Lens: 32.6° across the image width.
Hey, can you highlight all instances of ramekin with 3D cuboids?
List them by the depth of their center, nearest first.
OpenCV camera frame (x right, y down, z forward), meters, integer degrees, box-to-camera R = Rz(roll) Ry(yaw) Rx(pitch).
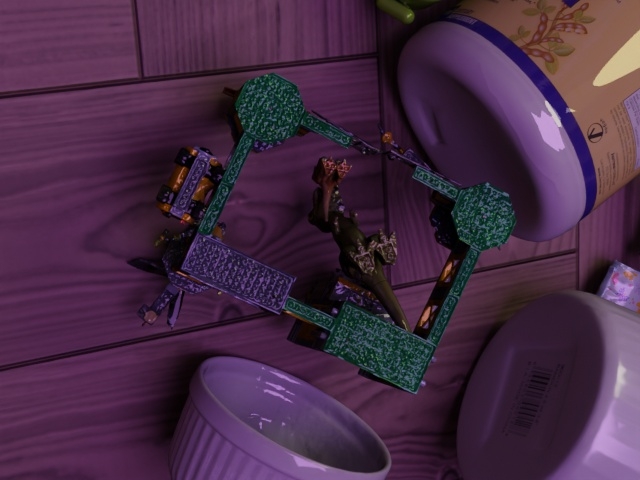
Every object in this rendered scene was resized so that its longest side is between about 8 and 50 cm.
[{"bbox_3d":[-0.048,0.209,1.046,0.207,0.207,0.109,23,101,-28],"label":"ramekin"},{"bbox_3d":[0.267,0.187,1.156,0.135,0.277,0.277,27,90,-21],"label":"ramekin"}]

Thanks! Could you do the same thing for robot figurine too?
[{"bbox_3d":[0.097,-0.258,1.049,0.067,0.115,0.101,42,85,-10],"label":"robot figurine"}]

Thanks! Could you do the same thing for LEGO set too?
[{"bbox_3d":[0.000,0.000,1.044,0.331,0.192,0.255,18,84,-12],"label":"LEGO set"}]

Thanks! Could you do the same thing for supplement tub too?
[{"bbox_3d":[0.268,-0.182,1.077,0.331,0.241,0.241,-37,115,-14],"label":"supplement tub"}]

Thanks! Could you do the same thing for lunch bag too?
[{"bbox_3d":[0.354,0.064,1.286,0.083,0.053,0.071,20,95,-38],"label":"lunch bag"}]

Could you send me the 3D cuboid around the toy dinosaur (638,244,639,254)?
[{"bbox_3d":[0.433,-0.048,1.227,0.121,0.160,0.314,-13,96,-31],"label":"toy dinosaur"}]
